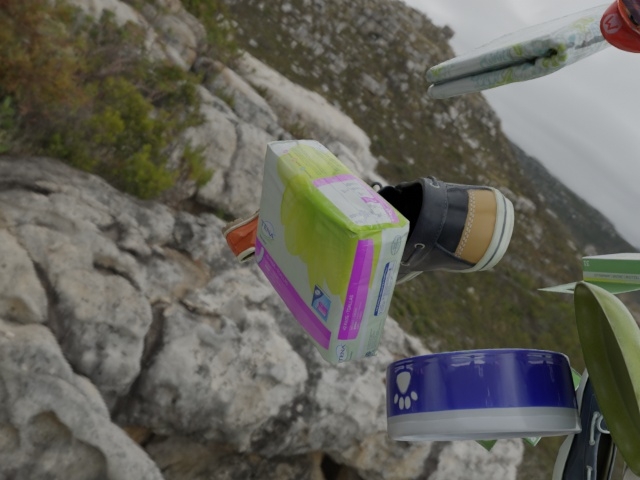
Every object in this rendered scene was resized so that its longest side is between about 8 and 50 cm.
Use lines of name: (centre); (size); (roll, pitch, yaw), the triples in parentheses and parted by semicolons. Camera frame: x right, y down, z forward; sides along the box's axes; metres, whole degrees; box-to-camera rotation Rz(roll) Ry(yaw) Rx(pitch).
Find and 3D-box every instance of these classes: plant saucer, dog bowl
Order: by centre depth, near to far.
plant saucer: (0.368, 0.163, 0.824); (0.241, 0.037, 0.240); (-15, 90, -81)
dog bowl: (0.225, 0.227, 0.959); (0.265, 0.265, 0.104); (21, 61, -48)

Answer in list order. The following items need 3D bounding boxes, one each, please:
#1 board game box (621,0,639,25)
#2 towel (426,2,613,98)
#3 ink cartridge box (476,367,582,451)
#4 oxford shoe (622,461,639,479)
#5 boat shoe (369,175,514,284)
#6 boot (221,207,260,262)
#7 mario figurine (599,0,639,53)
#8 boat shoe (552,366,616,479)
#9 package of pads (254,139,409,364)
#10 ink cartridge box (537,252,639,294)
board game box: (0.461, -0.293, 0.765); (0.347, 0.208, 0.056); (23, 10, -42)
towel: (0.453, -0.404, 1.451); (0.375, 0.321, 0.090); (0, -64, 54)
ink cartridge box: (0.382, 0.313, 1.243); (0.062, 0.209, 0.109); (38, -5, 0)
oxford shoe: (0.827, 0.527, 1.679); (0.449, 0.169, 0.130); (-26, 86, -53)
boat shoe: (0.137, -0.020, 1.176); (0.156, 0.186, 0.500); (14, -7, -16)
boot: (-0.106, -0.017, 1.298); (0.084, 0.158, 0.059); (65, 8, 24)
mario figurine: (0.614, -0.420, 1.090); (0.170, 0.321, 0.198); (53, 35, -19)
boat shoe: (0.419, 0.272, 0.997); (0.095, 0.254, 0.079); (20, -2, -41)
package of pads: (0.000, 0.000, 0.992); (0.101, 0.229, 0.296); (-7, 33, -28)
ink cartridge box: (0.547, 0.059, 1.240); (0.235, 0.056, 0.171); (-4, 1, -23)
